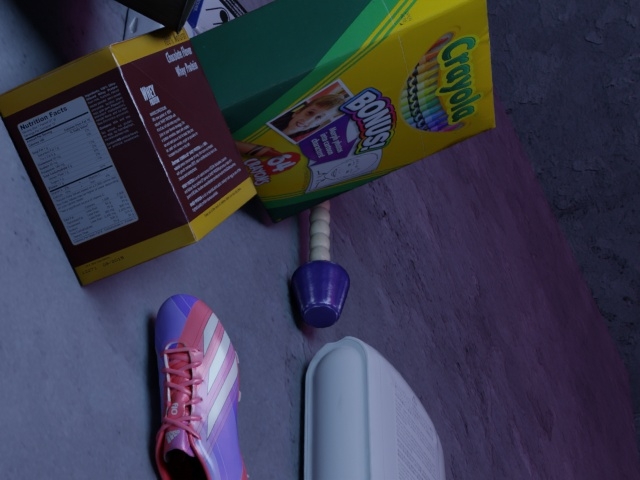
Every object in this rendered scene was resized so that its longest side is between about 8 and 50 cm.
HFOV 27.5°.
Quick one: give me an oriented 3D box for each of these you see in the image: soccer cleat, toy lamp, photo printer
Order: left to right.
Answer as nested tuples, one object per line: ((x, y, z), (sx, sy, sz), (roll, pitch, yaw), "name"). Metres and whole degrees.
((-0.124, 0.165, 1.257), (0.095, 0.083, 0.248), (20, 55, -60), "soccer cleat")
((0.000, 0.000, 1.745), (0.080, 0.080, 0.275), (53, 26, -40), "toy lamp")
((0.072, 0.287, 1.608), (0.256, 0.107, 0.307), (54, 24, -38), "photo printer")

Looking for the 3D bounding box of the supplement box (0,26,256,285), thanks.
((-0.181, -0.090, 1.272), (0.194, 0.129, 0.191), (67, 19, -9), "supplement box")

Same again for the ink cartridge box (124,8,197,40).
((-0.174, -0.214, 1.530), (0.122, 0.052, 0.088), (50, 28, -42), "ink cartridge box")

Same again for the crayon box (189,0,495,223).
((0.039, -0.176, 1.526), (0.363, 0.313, 0.106), (62, 5, -70), "crayon box")

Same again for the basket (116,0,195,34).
((-0.209, -0.318, 1.253), (0.227, 0.154, 0.204), (22, 34, -6), "basket")

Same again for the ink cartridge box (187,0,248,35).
((-0.102, -0.232, 1.657), (0.207, 0.046, 0.097), (45, 44, -41), "ink cartridge box")
